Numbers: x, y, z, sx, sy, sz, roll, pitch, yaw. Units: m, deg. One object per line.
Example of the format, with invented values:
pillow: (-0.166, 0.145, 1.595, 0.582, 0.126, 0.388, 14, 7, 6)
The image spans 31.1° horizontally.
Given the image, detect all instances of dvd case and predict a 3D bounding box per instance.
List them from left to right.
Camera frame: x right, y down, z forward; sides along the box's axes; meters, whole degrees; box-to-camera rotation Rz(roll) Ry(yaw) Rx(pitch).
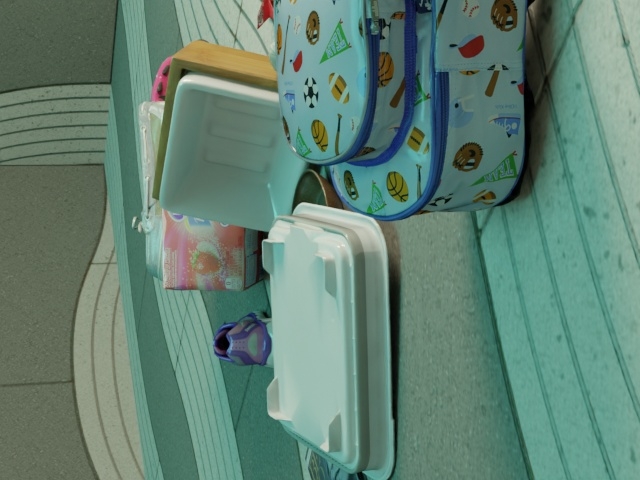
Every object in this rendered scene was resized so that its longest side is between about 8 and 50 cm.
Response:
dvd case: (0.022, 0.328, 1.579, 0.221, 0.018, 0.164, -111, 25, -48)

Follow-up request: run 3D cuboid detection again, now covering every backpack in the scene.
backpack: (0.080, -0.149, 1.052, 0.276, 0.213, 0.263, -173, 72, -70)

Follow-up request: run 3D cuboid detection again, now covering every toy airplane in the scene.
toy airplane: (-0.086, -0.417, 1.858, 0.151, 0.028, 0.151, 179, 90, -75)

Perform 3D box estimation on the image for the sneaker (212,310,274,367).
sneaker: (-0.136, 0.170, 1.945, 0.236, 0.104, 0.095, 169, 98, -74)

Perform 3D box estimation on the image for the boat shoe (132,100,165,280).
boat shoe: (-0.278, -0.088, 2.029, 0.118, 0.103, 0.320, -5, -83, -70)

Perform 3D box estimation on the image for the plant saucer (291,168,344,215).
plant saucer: (0.000, 0.000, 1.594, 0.198, 0.036, 0.199, 179, 90, -74)

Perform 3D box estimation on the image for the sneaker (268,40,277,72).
sneaker: (0.013, -0.240, 1.473, 0.085, 0.086, 0.237, 57, 164, -28)

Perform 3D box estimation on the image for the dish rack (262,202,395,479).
dish rack: (-0.003, 0.126, 1.472, 0.285, 0.072, 0.333, -164, 71, -65)

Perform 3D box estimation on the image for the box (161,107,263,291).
box: (-0.178, -0.071, 1.913, 0.154, 0.142, 0.300, -33, -57, -79)

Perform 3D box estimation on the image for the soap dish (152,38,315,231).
soap dish: (-0.117, -0.150, 1.675, 0.291, 0.229, 0.118, 108, 171, -48)

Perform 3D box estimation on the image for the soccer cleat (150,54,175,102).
soccer cleat: (-0.313, -0.228, 2.477, 0.143, 0.116, 0.331, 165, 103, -72)
